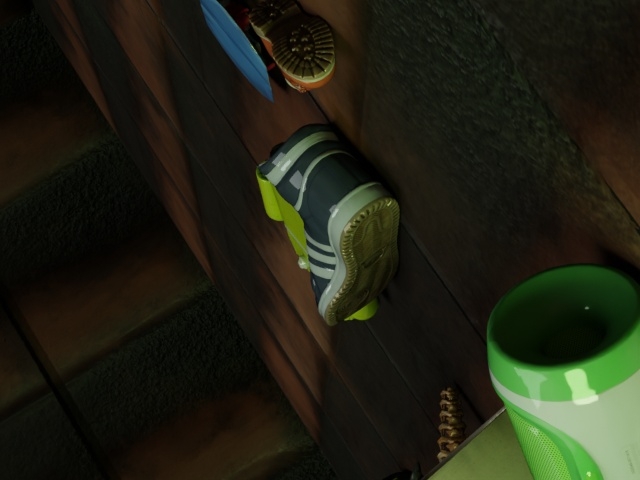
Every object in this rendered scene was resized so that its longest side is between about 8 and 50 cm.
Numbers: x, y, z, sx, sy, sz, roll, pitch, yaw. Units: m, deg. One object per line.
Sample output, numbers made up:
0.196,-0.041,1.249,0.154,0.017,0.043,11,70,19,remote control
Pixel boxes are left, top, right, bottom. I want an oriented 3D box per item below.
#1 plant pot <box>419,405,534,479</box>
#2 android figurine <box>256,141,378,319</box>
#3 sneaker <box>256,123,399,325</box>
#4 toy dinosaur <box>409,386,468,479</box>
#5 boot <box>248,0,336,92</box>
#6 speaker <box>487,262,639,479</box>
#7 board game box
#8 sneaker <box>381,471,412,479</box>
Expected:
0.200,0.302,1.157,0.274,0.256,0.256,48,168,10,plant pot
0.000,0.000,1.666,0.248,0.056,0.272,51,165,35,android figurine
0.007,-0.022,1.439,0.153,0.099,0.282,49,160,20,sneaker
0.172,0.348,1.550,0.164,0.321,0.218,18,-179,0,toy dinosaur
-0.014,-0.173,1.249,0.084,0.059,0.158,62,178,-35,boot
0.214,0.162,0.946,0.131,0.131,0.296,43,161,55,speaker
-0.085,-0.231,1.468,0.133,0.033,0.168,50,173,14,board game box
0.152,0.492,2.106,0.147,0.145,0.385,62,170,-14,sneaker
